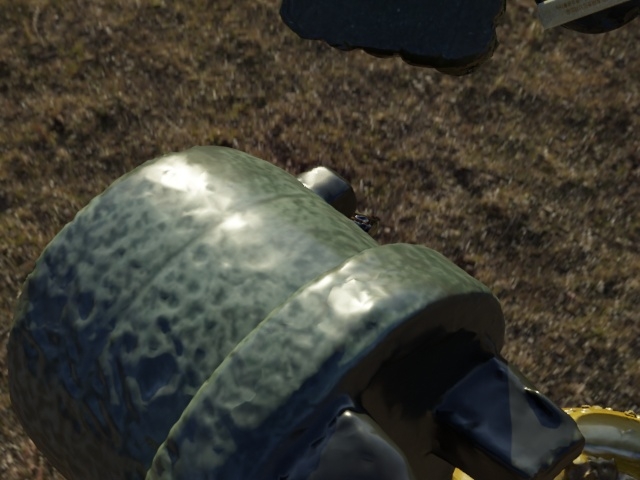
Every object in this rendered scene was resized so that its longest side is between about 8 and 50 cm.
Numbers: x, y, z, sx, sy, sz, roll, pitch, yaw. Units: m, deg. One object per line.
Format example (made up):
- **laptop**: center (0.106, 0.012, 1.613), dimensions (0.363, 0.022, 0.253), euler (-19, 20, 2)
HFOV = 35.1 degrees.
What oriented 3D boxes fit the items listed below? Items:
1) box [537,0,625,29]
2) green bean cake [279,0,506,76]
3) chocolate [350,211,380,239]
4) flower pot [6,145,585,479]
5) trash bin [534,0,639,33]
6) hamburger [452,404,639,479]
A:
- **box**: center (0.242, -0.189, 0.708), dimensions (0.090, 0.167, 0.024), euler (-26, 100, -32)
- **green bean cake**: center (0.073, -0.231, 0.815), dimensions (0.173, 0.094, 0.181), euler (14, 97, 13)
- **chocolate**: center (0.000, 0.000, 1.503), dimensions (0.133, 0.156, 0.156), euler (31, 67, 11)
- **flower pot**: center (-0.012, 0.112, 0.645), dimensions (0.299, 0.299, 0.283), euler (-41, 57, -19)
- **trash bin**: center (0.332, -0.322, 1.225), dimensions (0.175, 0.175, 0.161), euler (20, 28, 8)
- **hamburger**: center (0.283, 0.337, 1.253), dimensions (0.446, 0.287, 0.268), euler (-15, 44, 24)
